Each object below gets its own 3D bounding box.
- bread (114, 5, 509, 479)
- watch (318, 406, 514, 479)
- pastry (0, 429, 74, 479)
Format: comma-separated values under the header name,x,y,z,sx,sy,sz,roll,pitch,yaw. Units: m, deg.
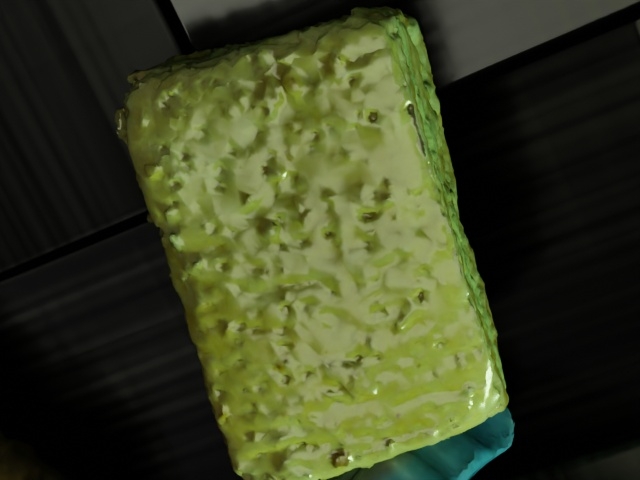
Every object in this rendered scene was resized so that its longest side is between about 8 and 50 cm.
name,x,y,z,sx,sy,sz,roll,pitch,yaw
bread,0.000,0.000,0.625,0.138,0.102,0.196,-15,98,18
watch,0.066,0.243,0.667,0.274,0.241,0.305,33,80,1
pastry,-0.246,0.206,0.717,0.284,0.184,0.315,-37,100,22
